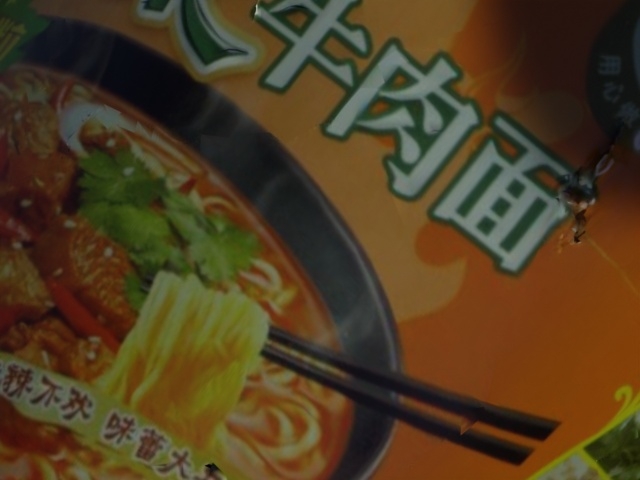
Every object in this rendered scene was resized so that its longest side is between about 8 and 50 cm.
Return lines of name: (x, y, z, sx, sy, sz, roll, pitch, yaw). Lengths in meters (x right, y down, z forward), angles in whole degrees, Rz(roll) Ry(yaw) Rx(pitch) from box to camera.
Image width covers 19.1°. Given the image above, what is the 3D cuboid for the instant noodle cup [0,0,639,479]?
instant noodle cup: (0.000, 0.000, 0.428, 0.230, 0.230, 0.182, 39, 86, 17)
